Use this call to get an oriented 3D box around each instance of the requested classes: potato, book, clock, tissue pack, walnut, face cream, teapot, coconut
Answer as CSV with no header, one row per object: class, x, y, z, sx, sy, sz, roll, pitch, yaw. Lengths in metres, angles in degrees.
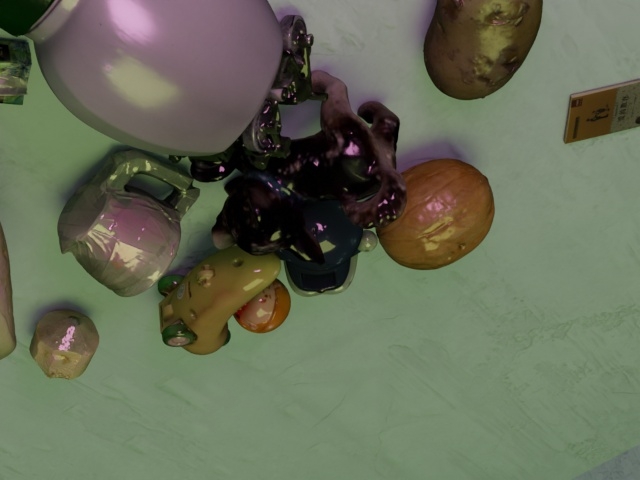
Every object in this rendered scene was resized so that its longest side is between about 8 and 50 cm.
potato,0.249,-0.329,1.855,0.165,0.165,0.262,-5,135,-17
book,0.524,-0.235,2.195,0.172,0.012,0.118,-14,141,-7
clock,0.000,0.000,2.126,0.199,0.147,0.243,0,154,3
tissue pack,-0.469,-0.232,1.720,0.111,0.079,0.085,3,136,-25
walnut,0.201,-0.049,2.149,0.221,0.195,0.195,-32,141,4
face cream,-0.235,-0.287,1.589,0.357,0.313,0.219,31,158,-29
teapot,-0.312,-0.029,1.969,0.221,0.163,0.178,-35,132,19
coconut,-0.459,0.182,2.198,0.116,0.116,0.122,3,137,-26

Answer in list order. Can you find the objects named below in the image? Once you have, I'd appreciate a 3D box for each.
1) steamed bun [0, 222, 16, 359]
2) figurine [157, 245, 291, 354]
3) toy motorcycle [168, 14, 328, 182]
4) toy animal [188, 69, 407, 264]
steamed bun,-0.635,0.052,1.750,0.371,0.290,0.456,-20,133,-5
figurine,-0.157,0.111,2.194,0.222,0.124,0.324,14,144,-32
toy motorcycle,-0.117,-0.211,1.814,0.205,0.275,0.127,6,146,22
toy animal,-0.030,-0.080,1.914,0.344,0.303,0.194,-32,137,15
